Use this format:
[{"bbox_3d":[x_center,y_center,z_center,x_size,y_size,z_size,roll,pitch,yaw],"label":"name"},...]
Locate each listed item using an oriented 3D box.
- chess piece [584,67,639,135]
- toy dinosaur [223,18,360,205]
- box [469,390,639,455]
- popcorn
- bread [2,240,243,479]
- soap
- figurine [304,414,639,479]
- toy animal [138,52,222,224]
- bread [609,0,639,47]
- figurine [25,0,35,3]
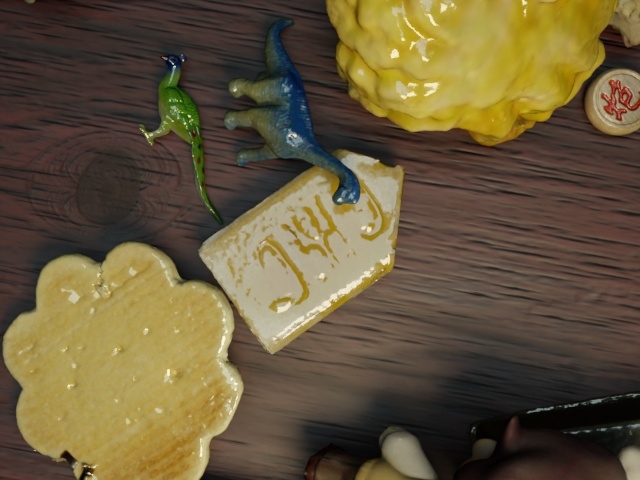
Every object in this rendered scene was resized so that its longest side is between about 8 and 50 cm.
[{"bbox_3d":[0.368,-0.172,1.165,0.083,0.038,0.084,0,88,2],"label":"chess piece"},{"bbox_3d":[-0.016,-0.161,1.111,0.188,0.075,0.248,6,71,27],"label":"toy dinosaur"},{"bbox_3d":[0.329,0.285,1.097,0.273,0.143,0.184,-8,88,-1],"label":"box"},{"bbox_3d":[0.146,-0.284,1.045,0.349,0.382,0.349,-15,128,-20],"label":"popcorn"},{"bbox_3d":[-0.235,0.154,1.124,0.316,0.054,0.316,0,92,12],"label":"bread"},{"bbox_3d":[0.000,0.000,1.137,0.257,0.080,0.160,-36,88,-1],"label":"soap"},{"bbox_3d":[0.160,0.298,0.976,0.206,0.365,0.218,25,70,-35],"label":"figurine"},{"bbox_3d":[-0.180,-0.118,1.163,0.075,0.041,0.217,-12,92,-2],"label":"toy animal"},{"bbox_3d":[0.385,-0.365,1.064,0.149,0.274,0.274,-18,88,-9],"label":"bread"},{"bbox_3d":[-0.342,-0.375,1.050,0.342,0.285,0.167,-36,90,0],"label":"figurine"}]
